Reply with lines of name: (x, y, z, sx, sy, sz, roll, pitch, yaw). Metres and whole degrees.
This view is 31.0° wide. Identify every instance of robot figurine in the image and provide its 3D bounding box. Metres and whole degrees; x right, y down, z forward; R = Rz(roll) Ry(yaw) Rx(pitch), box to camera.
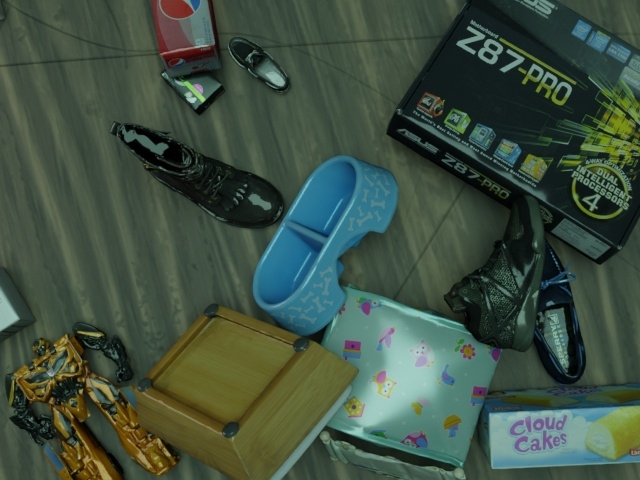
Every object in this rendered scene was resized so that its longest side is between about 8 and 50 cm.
robot figurine: (-0.360, 0.271, 1.796, 0.211, 0.085, 0.291, -38, 86, -3)

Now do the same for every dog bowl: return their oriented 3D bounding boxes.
dog bowl: (0.000, 0.000, 1.766, 0.074, 0.166, 0.297, 33, 86, -36)

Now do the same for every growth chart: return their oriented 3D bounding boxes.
growth chart: (0.115, 0.343, 1.747, 0.237, 0.172, 0.021, 14, 70, 7)

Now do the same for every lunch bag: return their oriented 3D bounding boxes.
lunch bag: (0.117, 0.205, 1.759, 0.262, 0.160, 0.223, 18, 87, -4)

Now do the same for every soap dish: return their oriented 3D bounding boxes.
soap dish: (-0.120, 0.217, 1.683, 0.229, 0.291, 0.118, -48, 129, -23)

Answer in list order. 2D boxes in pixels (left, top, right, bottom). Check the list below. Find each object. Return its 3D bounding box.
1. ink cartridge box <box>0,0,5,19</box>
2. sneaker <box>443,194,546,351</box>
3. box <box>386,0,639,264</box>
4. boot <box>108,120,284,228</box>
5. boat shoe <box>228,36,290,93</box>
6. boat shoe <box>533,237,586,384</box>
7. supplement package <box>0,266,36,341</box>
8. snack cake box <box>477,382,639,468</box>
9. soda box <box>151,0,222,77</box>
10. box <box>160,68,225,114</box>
ink cartridge box: (-0.614, -0.392, 1.860, 0.180, 0.060, 0.104, -13, 86, 0)
sneaker: (0.254, 0.042, 1.673, 0.130, 0.087, 0.227, 8, 93, -4)
box: (0.348, -0.197, 1.781, 0.395, 0.097, 0.318, 32, 69, 3)
boot: (-0.184, -0.097, 1.748, 0.263, 0.229, 0.091, 23, 86, 3)
boat shoe: (-0.099, -0.284, 1.856, 0.046, 0.038, 0.125, -44, 87, -2)
boat shoe: (0.364, 0.095, 1.796, 0.109, 0.089, 0.258, -24, 86, -1)
supplement package: (-0.556, 0.127, 1.799, 0.179, 0.105, 0.105, -32, 85, -2)
snack cake box: (0.376, 0.279, 1.747, 0.264, 0.152, 0.089, -3, 96, 0)
soda box: (-0.220, -0.394, 1.813, 0.092, 0.083, 0.263, -11, 72, 0)
box: (-0.204, -0.253, 1.848, 0.062, 0.052, 0.083, -45, 85, -2)
